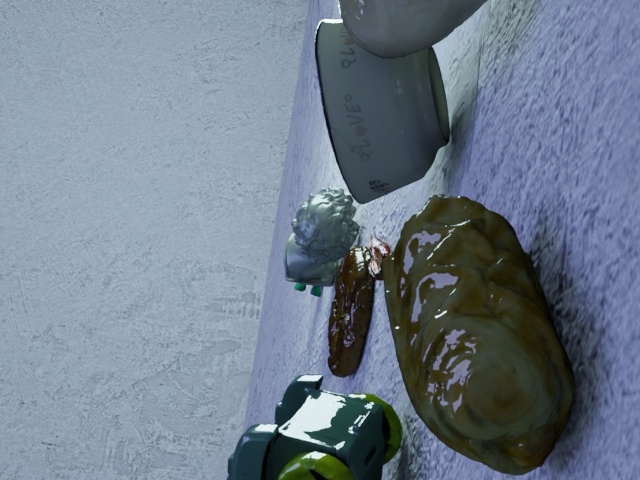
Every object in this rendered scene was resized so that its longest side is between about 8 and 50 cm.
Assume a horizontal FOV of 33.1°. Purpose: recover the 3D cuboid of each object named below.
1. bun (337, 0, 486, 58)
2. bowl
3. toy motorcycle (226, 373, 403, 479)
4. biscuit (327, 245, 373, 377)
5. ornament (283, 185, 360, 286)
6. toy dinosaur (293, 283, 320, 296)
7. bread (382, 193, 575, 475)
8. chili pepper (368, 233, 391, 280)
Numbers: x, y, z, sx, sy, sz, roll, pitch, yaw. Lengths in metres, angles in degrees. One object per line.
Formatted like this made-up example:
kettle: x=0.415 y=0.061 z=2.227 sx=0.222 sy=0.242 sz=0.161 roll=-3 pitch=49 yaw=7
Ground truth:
bun: x=0.111 y=-0.334 z=1.164 sx=0.287 sy=0.146 sz=0.287 roll=-43 pitch=28 yaw=29
bowl: x=0.086 y=-0.168 z=1.333 sx=0.238 sy=0.126 sz=0.238 roll=-9 pitch=-90 yaw=-75
toy motorcycle: x=-0.029 y=0.339 z=1.289 sx=0.191 sy=0.199 sz=0.327 roll=-38 pitch=-42 yaw=-63
biscuit: x=0.045 y=0.115 z=1.753 sx=0.226 sy=0.042 sz=0.226 roll=-170 pitch=90 yaw=-82
ornament: x=-0.006 y=0.014 z=1.995 sx=0.285 sy=0.120 sz=0.130 roll=110 pitch=166 yaw=-60
toy dinosaur: x=-0.015 y=0.065 z=2.262 sx=0.132 sy=0.059 sz=0.096 roll=40 pitch=-114 yaw=-89
bread: x=0.124 y=0.074 z=0.866 sx=0.268 sy=0.129 sz=0.152 roll=-94 pitch=-20 yaw=-62
chili pepper: x=0.088 y=0.023 z=1.604 sx=0.178 sy=0.027 sz=0.045 roll=-107 pitch=33 yaw=-74
